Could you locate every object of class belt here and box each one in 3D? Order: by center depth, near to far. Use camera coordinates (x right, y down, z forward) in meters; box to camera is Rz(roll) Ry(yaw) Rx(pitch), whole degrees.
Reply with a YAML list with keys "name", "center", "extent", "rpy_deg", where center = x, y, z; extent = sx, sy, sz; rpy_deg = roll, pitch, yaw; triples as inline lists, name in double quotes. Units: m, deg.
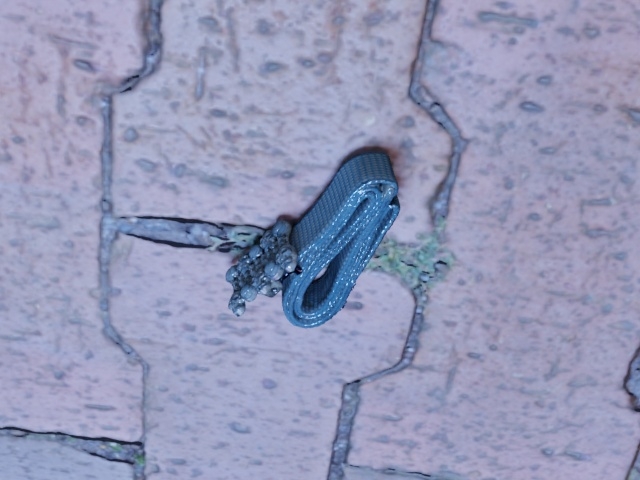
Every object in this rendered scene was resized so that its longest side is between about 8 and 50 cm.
- name: "belt"
  center: [0.000, -0.003, 1.017]
  extent: [0.100, 0.065, 0.179]
  rpy_deg: [18, 124, -22]
